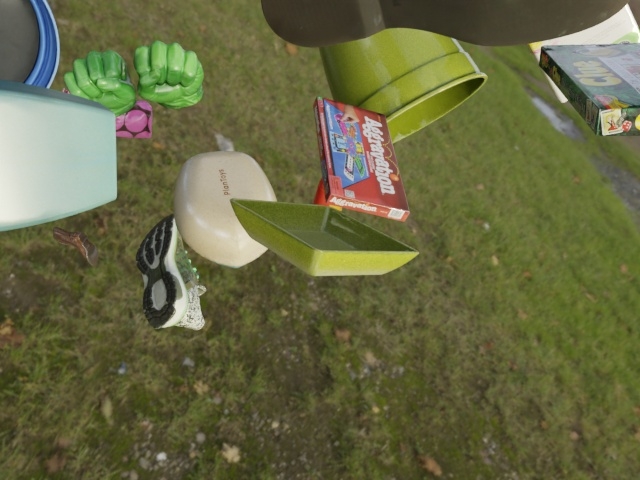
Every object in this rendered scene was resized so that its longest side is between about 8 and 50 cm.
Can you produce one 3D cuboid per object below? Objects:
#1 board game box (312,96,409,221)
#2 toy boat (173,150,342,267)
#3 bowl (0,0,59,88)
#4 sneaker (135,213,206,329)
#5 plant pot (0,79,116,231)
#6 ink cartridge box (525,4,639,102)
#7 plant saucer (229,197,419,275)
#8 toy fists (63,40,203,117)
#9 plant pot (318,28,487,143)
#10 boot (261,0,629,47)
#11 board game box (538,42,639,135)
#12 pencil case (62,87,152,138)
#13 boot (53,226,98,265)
[{"bbox_3d":[0.067,-0.152,1.193,0.145,0.027,0.281,12,42,-19],"label":"board game box"},{"bbox_3d":[-0.111,-0.049,1.248,0.318,0.148,0.268,-2,48,-12],"label":"toy boat"},{"bbox_3d":[-0.699,-0.384,1.250,0.391,0.391,0.077,17,24,-35],"label":"bowl"},{"bbox_3d":[-0.421,0.104,1.955,0.182,0.158,0.410,38,29,-45],"label":"sneaker"},{"bbox_3d":[-0.364,-0.102,0.774,0.234,0.166,0.165,-3,18,-26],"label":"plant pot"},{"bbox_3d":[0.516,-0.501,1.421,0.353,0.207,0.119,52,22,-23],"label":"ink cartridge box"},{"bbox_3d":[0.000,0.000,0.875,0.188,0.045,0.188,2,21,-44],"label":"plant saucer"},{"bbox_3d":[-0.380,-0.327,1.370,0.279,0.142,0.096,-7,60,3],"label":"toy fists"},{"bbox_3d":[0.154,-0.447,1.615,0.366,0.366,0.353,-20,81,-60],"label":"plant pot"},{"bbox_3d":[0.107,-0.237,0.572,0.305,0.112,0.115,4,43,17],"label":"boot"},{"bbox_3d":[0.317,-0.162,0.683,0.136,0.030,0.260,-3,28,7],"label":"board game box"},{"bbox_3d":[-0.487,-0.287,1.521,0.209,0.098,0.095,0,27,-29],"label":"pencil case"},{"bbox_3d":[-0.629,0.014,1.710,0.114,0.106,0.037,6,37,31],"label":"boot"}]
